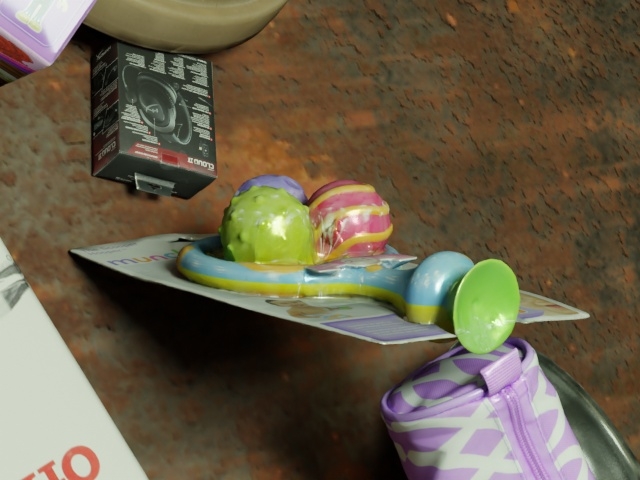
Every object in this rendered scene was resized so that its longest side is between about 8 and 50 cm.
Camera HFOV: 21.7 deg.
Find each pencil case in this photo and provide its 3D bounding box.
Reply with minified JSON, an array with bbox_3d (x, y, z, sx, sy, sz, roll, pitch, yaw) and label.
[{"bbox_3d":[0.104,0.146,0.800,0.086,0.088,0.206,-32,101,-17],"label":"pencil case"}]

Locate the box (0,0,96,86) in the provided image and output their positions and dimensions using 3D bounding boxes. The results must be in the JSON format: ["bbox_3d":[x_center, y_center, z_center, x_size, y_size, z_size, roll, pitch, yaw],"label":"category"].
[{"bbox_3d":[-0.243,-0.174,0.730,0.293,0.201,0.057,37,77,-17],"label":"box"}]

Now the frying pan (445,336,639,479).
[{"bbox_3d":[0.170,0.154,0.985,0.326,0.053,0.197,15,46,-46],"label":"frying pan"}]

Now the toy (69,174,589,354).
[{"bbox_3d":[0.000,0.000,0.815,0.136,0.237,0.056,-5,106,-41],"label":"toy"}]

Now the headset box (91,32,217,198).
[{"bbox_3d":[-0.090,-0.064,0.910,0.062,0.032,0.083,13,60,-33],"label":"headset box"}]

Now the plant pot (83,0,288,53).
[{"bbox_3d":[-0.089,-0.229,0.928,0.237,0.110,0.237,23,47,-27],"label":"plant pot"}]

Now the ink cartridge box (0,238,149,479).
[{"bbox_3d":[-0.228,0.047,0.680,0.198,0.114,0.273,-29,87,-44],"label":"ink cartridge box"}]
